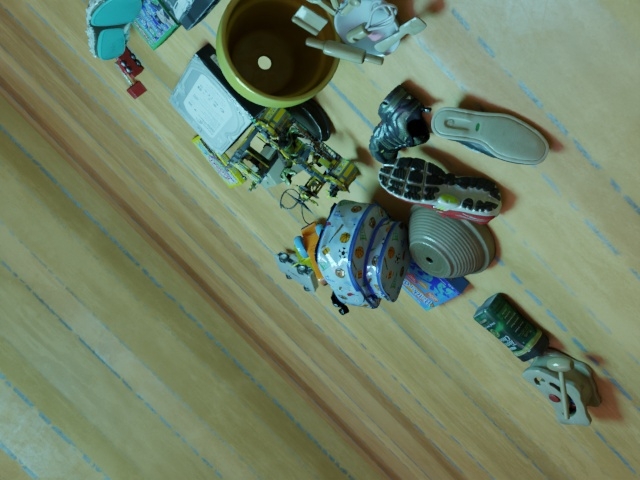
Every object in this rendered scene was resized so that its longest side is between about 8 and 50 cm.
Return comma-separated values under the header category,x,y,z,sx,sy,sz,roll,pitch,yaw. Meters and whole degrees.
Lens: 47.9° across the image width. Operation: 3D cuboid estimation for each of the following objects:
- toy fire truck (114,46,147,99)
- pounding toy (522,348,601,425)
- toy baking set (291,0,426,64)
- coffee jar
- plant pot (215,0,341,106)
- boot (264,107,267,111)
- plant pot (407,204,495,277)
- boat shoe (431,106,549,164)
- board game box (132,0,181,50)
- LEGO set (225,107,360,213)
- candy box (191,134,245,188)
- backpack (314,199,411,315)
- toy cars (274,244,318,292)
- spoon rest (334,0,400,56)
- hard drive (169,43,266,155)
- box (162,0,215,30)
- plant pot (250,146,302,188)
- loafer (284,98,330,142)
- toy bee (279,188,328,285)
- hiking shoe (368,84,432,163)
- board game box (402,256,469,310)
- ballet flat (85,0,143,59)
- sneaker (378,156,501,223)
category,x,y,z,sx,sy,sz,roll,pitch,yaw
toy fire truck,-0.624,-0.553,2.301,0.192,0.047,0.135,52,155,-15
pounding toy,0.588,0.381,1.814,0.154,0.155,0.269,8,138,45
toy baking set,0.065,-0.400,1.363,0.256,0.030,0.197,19,161,4
coffee jar,0.483,0.224,1.818,0.184,0.079,0.096,41,155,4
plant pot,-0.106,-0.406,1.560,0.254,0.254,0.239,49,171,-11
boot,-0.120,-0.344,1.888,0.087,0.042,0.118,20,140,55
plant pot,0.293,0.011,1.740,0.237,0.110,0.237,34,153,21
boat shoe,0.336,-0.205,1.406,0.233,0.084,0.079,22,-174,26
board game box,-0.506,-0.681,1.931,0.317,0.046,0.213,52,155,-17
LEGO set,-0.085,-0.178,1.806,0.331,0.192,0.255,38,174,-25
candy box,-0.333,-0.261,2.345,0.206,0.027,0.105,52,157,-16
backpack,0.107,0.029,1.822,0.213,0.276,0.263,2,155,32
toy cars,-0.028,0.074,2.349,0.176,0.087,0.394,52,157,-6
spoon rest,0.091,-0.449,1.341,0.137,0.084,0.276,19,148,12
hard drive,-0.305,-0.390,2.064,0.237,0.064,0.339,48,155,-8
box,-0.350,-0.671,1.676,0.307,0.076,0.242,51,154,-15
plant pot,-0.131,-0.208,2.044,0.109,0.096,0.109,51,154,-17
loafer,-0.061,-0.324,1.780,0.220,0.078,0.080,52,154,-15
toy bee,0.000,0.000,2.140,0.195,0.298,0.162,-9,163,19
hiking shoe,0.176,-0.227,1.570,0.114,0.086,0.227,37,155,18
board game box,0.287,0.102,1.958,0.160,0.047,0.210,44,156,1
ballet flat,-0.575,-0.619,1.933,0.147,0.147,0.409,48,155,-8
sneaker,0.257,-0.095,1.594,0.279,0.107,0.118,20,160,15
